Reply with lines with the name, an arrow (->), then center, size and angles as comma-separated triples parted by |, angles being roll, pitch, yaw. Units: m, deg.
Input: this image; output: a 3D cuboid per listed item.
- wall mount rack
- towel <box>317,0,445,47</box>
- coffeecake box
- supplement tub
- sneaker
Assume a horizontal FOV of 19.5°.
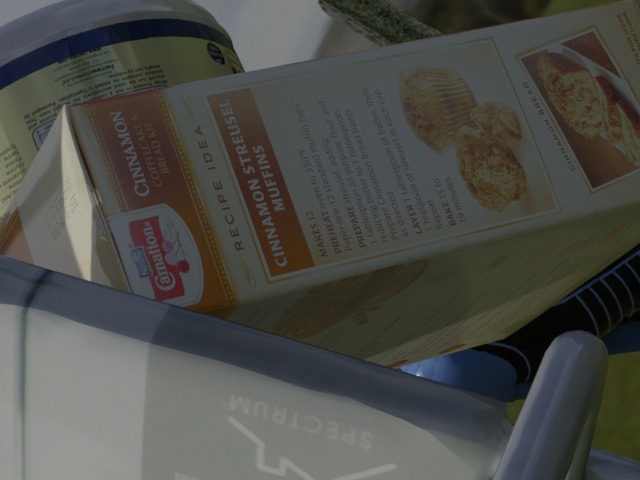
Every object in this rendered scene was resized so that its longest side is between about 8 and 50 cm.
wall mount rack -> -0.065, 0.132, 0.452 | 0.130, 0.350, 0.304 | -59, -20, -53
towel -> 0.057, -0.142, 1.283 | 0.027, 0.148, 0.110 | -59, -7, 3
coffeecake box -> 0.000, 0.000, 0.571 | 0.185, 0.068, 0.142 | -14, -15, -27
supplement tub -> -0.113, 0.026, 1.220 | 0.235, 0.325, 0.235 | -23, -18, -8
sneaker -> 0.136, 0.019, 0.996 | 0.232, 0.081, 0.090 | -13, -58, -41
